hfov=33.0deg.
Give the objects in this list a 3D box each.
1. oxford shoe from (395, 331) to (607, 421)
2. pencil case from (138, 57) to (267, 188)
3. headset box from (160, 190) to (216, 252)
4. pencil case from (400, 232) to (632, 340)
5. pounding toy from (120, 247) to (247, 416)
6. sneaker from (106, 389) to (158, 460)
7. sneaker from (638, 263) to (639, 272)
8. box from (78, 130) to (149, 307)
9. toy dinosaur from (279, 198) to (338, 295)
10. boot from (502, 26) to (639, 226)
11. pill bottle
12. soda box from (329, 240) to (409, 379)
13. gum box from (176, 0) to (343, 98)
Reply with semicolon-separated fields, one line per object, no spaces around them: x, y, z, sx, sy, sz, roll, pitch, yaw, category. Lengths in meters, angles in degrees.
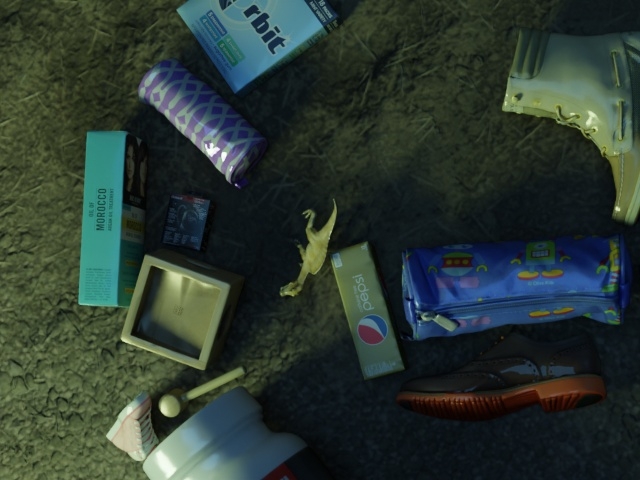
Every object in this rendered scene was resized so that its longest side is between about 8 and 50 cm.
0.233;0.178;1.429;0.271;0.097;0.098;-6;65;6;oxford shoe
-0.171;-0.170;1.534;0.206;0.086;0.088;42;128;14;pencil case
-0.189;-0.030;1.550;0.062;0.032;0.083;11;86;11;headset box
0.249;0.060;1.402;0.306;0.133;0.119;-5;118;10;pencil case
-0.176;0.139;1.508;0.181;0.094;0.206;19;98;7;pounding toy
-0.248;0.261;1.504;0.070;0.051;0.134;42;137;5;sneaker
0.544;0.031;1.365;0.282;0.099;0.153;-21;74;3;sneaker
-0.292;-0.028;1.537;0.060;0.100;0.244;1;86;10;box
0.000;0.000;1.473;0.053;0.092;0.183;17;123;-17;toy dinosaur
0.340;-0.153;1.422;0.203;0.095;0.262;6;85;11;boot
-0.055;0.383;1.397;0.210;0.210;0.363;-41;79;5;pill bottle
0.067;0.096;1.473;0.058;0.061;0.181;-16;82;9;soda box
-0.088;-0.321;1.550;0.184;0.041;0.157;-36;79;7;gum box
